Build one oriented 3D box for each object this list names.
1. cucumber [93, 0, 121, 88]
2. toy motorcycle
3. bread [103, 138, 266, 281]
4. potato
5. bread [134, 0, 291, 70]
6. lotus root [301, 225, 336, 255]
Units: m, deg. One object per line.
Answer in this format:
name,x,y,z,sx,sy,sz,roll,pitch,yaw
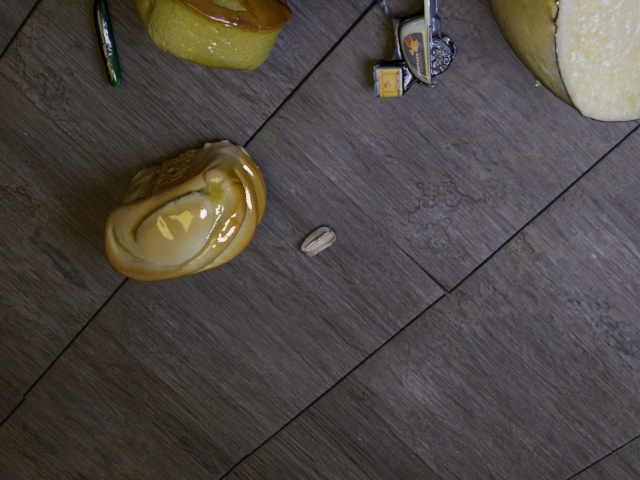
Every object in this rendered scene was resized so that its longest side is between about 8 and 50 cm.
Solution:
cucumber,-0.425,-0.395,1.462,0.036,0.033,0.184,3,111,32
toy motorcycle,0.158,-0.387,1.289,0.157,0.091,0.263,1,114,18
bread,-0.254,-0.035,1.447,0.315,0.270,0.211,-22,119,15
potato,0.411,-0.433,1.075,0.385,0.319,0.442,-26,133,-11
bread,-0.189,-0.411,1.274,0.269,0.270,0.148,31,125,0
lotus root,0.000,-0.002,1.515,0.083,0.030,0.037,-34,131,26
